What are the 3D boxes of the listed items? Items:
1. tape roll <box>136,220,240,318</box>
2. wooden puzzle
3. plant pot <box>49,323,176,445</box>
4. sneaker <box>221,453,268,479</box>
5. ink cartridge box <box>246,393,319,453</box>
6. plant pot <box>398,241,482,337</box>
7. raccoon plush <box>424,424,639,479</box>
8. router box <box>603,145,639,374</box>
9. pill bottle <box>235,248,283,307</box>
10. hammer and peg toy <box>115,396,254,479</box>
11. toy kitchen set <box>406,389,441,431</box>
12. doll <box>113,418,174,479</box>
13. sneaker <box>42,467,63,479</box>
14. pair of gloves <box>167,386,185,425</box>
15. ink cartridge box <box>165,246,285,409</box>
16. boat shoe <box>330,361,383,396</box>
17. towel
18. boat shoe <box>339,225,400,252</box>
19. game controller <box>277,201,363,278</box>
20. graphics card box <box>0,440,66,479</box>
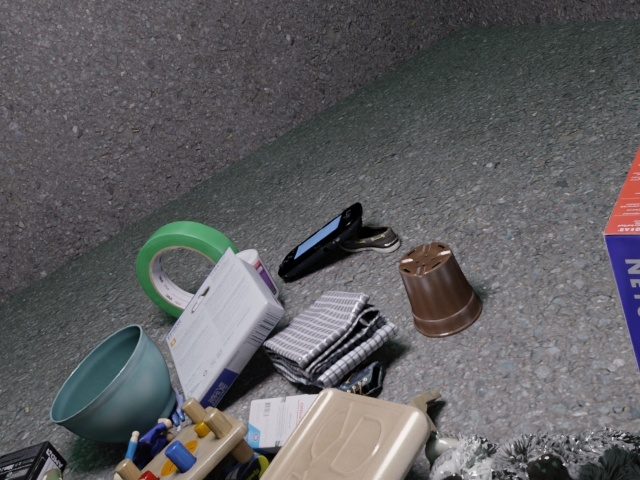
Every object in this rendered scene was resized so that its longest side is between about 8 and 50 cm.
[{"bbox_3d":[-0.382,0.097,1.928,0.321,0.321,0.077,-16,26,22],"label":"tape roll"},{"bbox_3d":[0.021,0.416,1.107,0.322,0.080,0.348,-53,17,-19],"label":"wooden puzzle"},{"bbox_3d":[-0.485,0.381,1.606,0.293,0.196,0.293,-33,25,17],"label":"plant pot"},{"bbox_3d":[-0.171,0.486,1.309,0.144,0.053,0.059,-34,20,-27],"label":"sneaker"},{"bbox_3d":[-0.060,0.382,1.344,0.180,0.060,0.104,-13,55,28],"label":"ink cartridge box"},{"bbox_3d":[0.263,0.104,1.479,0.167,0.165,0.167,-22,25,11],"label":"plant pot"},{"bbox_3d":[0.373,0.359,0.968,0.446,0.216,0.299,-3,0,-23],"label":"raccoon plush"},{"bbox_3d":[0.590,0.032,1.097,0.082,0.335,0.301,-1,35,41],"label":"router box"},{"bbox_3d":[-0.182,0.131,1.822,0.108,0.193,0.108,-22,25,11],"label":"pill bottle"},{"bbox_3d":[-0.312,0.484,1.292,0.361,0.127,0.266,-43,13,-24],"label":"hammer and peg toy"},{"bbox_3d":[0.201,0.343,1.252,0.083,0.075,0.068,-7,-36,-43],"label":"toy kitchen set"},{"bbox_3d":[-0.403,0.481,1.464,0.046,0.129,0.189,9,27,20],"label":"doll"},{"bbox_3d":[-0.603,0.599,1.503,0.086,0.064,0.192,-19,26,-1],"label":"sneaker"},{"bbox_3d":[-0.338,0.399,1.666,0.198,0.023,0.159,-31,25,-10],"label":"pair of gloves"},{"bbox_3d":[-0.255,0.219,1.654,0.324,0.071,0.330,-54,31,7],"label":"ink cartridge box"},{"bbox_3d":[0.071,0.320,1.368,0.083,0.065,0.183,-16,25,32],"label":"boat shoe"},{"bbox_3d":[0.007,0.220,1.495,0.235,0.121,0.283,-36,11,-20],"label":"towel"},{"bbox_3d":[0.136,-0.012,1.932,0.227,0.069,0.081,1,38,45],"label":"boat shoe"},{"bbox_3d":[0.000,0.000,1.961,0.319,0.067,0.166,-36,23,22],"label":"game controller"},{"bbox_3d":[-0.774,0.659,1.511,0.232,0.094,0.371,-21,27,13],"label":"graphics card box"}]
